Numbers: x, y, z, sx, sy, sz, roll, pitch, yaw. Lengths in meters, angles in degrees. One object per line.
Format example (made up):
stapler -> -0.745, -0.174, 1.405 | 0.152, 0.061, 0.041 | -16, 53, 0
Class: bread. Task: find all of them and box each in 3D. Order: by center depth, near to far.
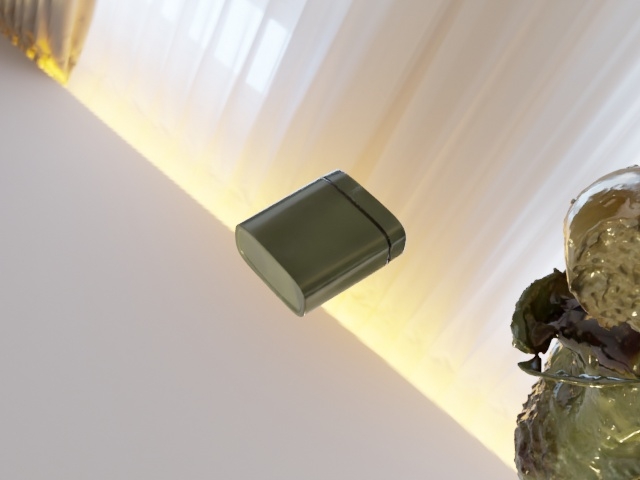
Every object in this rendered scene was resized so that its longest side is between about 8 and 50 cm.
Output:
bread -> 0.364, 0.037, 0.734 | 0.314, 0.171, 0.192 | 44, -149, -14

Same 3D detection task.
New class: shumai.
shumai -> 0.434, 0.197, 1.018 | 0.395, 0.348, 0.395 | -11, -132, 13

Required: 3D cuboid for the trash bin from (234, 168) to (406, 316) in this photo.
trash bin -> 0.000, 0.000, 0.773 | 0.130, 0.059, 0.116 | -31, -123, -26
